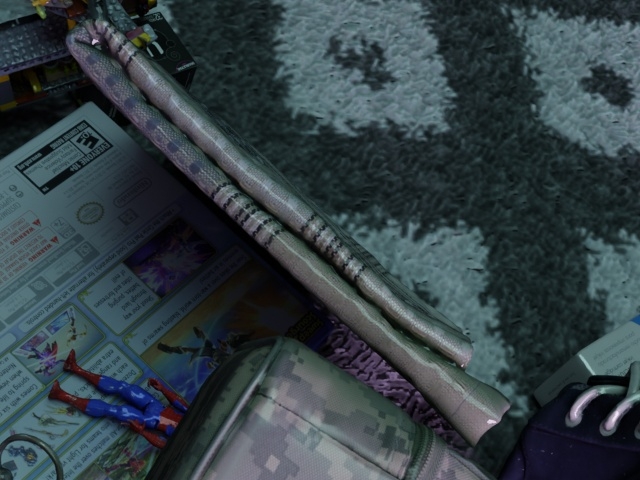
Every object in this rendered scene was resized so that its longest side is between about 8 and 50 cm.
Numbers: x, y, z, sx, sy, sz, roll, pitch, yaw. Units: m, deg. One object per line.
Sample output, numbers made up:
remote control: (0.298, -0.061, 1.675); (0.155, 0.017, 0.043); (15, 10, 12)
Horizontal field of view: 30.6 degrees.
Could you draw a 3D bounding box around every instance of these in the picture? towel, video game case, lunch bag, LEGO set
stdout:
towel: (0.000, 0.000, 0.749); (0.324, 0.312, 0.056); (44, 89, 8)
video game case: (-0.165, 0.065, 0.772); (0.244, 0.061, 0.269); (42, 54, 9)
lunch bag: (-0.006, 0.237, 0.599); (0.256, 0.212, 0.305); (32, 75, -5)
LEGO set: (-0.277, -0.196, 0.780); (0.331, 0.192, 0.255); (-13, 67, -12)

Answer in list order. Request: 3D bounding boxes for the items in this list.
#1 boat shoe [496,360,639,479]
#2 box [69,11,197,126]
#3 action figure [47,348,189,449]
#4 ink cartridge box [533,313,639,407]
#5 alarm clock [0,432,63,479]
boat shoe: (0.219, 0.124, 0.721); (0.127, 0.340, 0.158); (-14, 54, -40)
box: (-0.150, -0.131, 0.909); (0.083, 0.052, 0.062); (-24, 69, -32)
action figure: (-0.107, 0.105, 0.716); (0.115, 0.030, 0.038); (26, 49, -7)
ink cartridge box: (0.285, 0.166, 0.868); (0.134, 0.078, 0.231); (-25, 71, -32)
alarm clock: (-0.215, 0.148, 0.632); (0.129, 0.192, 0.064); (64, 21, -5)
